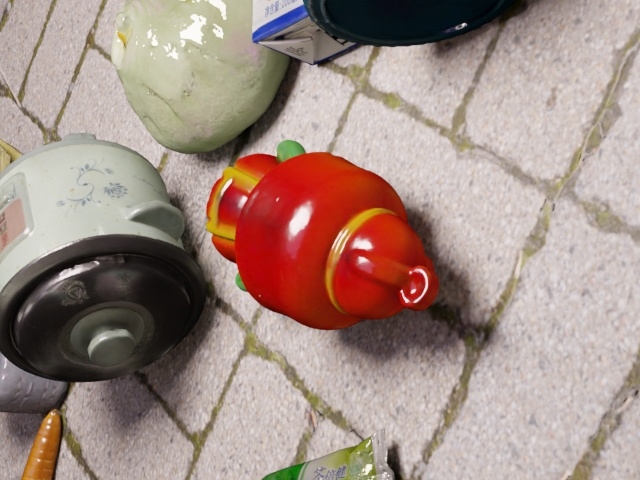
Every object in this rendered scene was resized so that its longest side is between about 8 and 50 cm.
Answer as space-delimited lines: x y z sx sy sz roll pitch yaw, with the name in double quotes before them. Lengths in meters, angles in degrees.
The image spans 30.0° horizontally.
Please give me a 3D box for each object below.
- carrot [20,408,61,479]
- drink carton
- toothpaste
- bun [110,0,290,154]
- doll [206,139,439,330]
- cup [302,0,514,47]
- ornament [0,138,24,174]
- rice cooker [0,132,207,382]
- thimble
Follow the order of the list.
"carrot" -0.416 0.381 1.724 0.066 0.062 0.271 118 157 -71
"drink carton" -0.002 -0.379 1.414 0.131 0.107 0.315 -17 66 44
"toothpaste" -0.011 0.270 1.292 0.248 0.047 0.078 -27 63 40
"bun" -0.167 -0.260 1.513 0.283 0.179 0.283 -17 66 43
"doll" 0.000 0.000 1.261 0.363 0.160 0.182 25 92 49
"cup" 0.110 -0.373 1.218 0.242 0.308 0.292 116 152 -68
"ornament" -0.557 -0.102 2.021 0.201 0.059 0.180 -35 52 41
"rice cooker" -0.295 0.034 1.517 0.317 0.264 0.316 -20 57 34
"thimble" -0.453 0.187 1.769 0.127 0.118 0.151 -57 45 22
